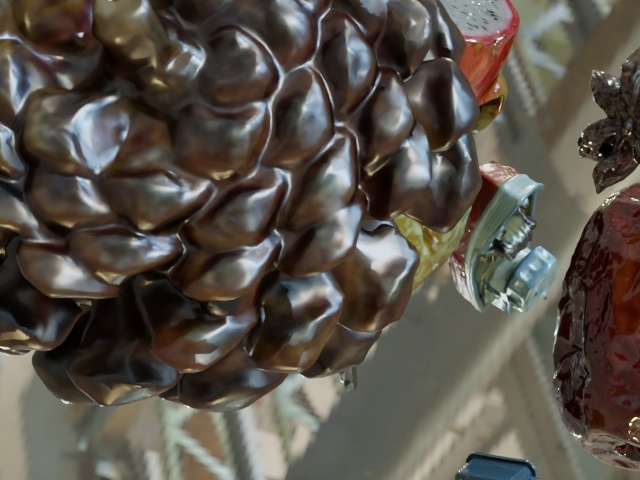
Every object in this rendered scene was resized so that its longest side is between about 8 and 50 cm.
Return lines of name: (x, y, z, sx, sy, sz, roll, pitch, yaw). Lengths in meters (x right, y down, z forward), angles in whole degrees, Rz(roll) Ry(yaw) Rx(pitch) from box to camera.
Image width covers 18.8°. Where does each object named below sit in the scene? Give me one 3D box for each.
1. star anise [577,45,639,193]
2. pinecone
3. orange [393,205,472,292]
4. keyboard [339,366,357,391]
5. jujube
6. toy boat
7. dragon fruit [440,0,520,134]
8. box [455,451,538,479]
star anise: (0.385, -0.151, 2.307, 0.212, 0.073, 0.197, 4, -97, 53)
pinecone: (-0.089, -0.064, 1.268, 0.398, 0.397, 0.398, -161, -90, -72)
orange: (0.014, -0.020, 2.519, 0.368, 0.271, 0.210, -41, 173, 21)
keyboard: (-0.001, 0.000, 1.697, 0.106, 0.016, 0.262, 88, -9, -60)
jujube: (0.427, 0.098, 2.434, 0.276, 0.276, 0.377, 144, -39, -61)
toy boat: (0.261, 0.003, 2.680, 0.145, 0.133, 0.332, -48, 159, -16)
dragon fruit: (0.046, -0.189, 2.067, 0.305, 0.305, 0.226, -104, -149, -60)
box: (0.210, 0.302, 2.340, 0.099, 0.054, 0.074, 5, -74, 33)
